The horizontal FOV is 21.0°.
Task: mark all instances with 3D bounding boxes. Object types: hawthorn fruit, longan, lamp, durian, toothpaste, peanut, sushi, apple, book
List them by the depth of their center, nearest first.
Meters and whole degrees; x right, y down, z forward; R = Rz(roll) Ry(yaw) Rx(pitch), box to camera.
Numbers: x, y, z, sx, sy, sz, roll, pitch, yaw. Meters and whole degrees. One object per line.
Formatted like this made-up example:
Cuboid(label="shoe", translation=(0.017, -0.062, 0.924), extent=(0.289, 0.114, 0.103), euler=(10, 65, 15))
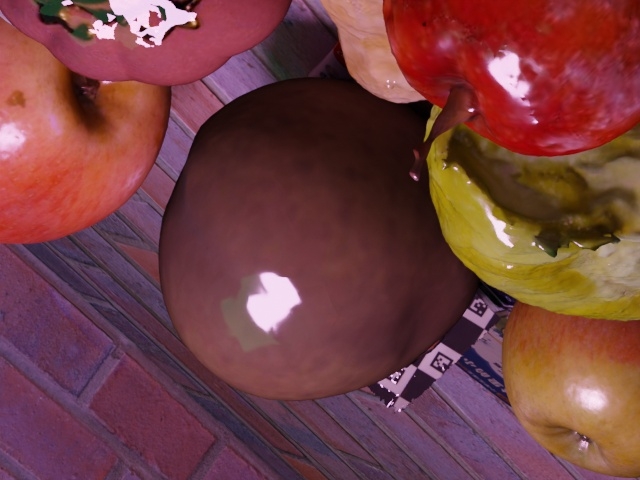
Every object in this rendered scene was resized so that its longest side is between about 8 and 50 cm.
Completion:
Cuboid(label="hawthorn fruit", translation=(0.142, -0.152, 1.241), extent=(0.242, 0.271, 0.242), euler=(30, 173, 4))
Cuboid(label="peanut", translation=(0.066, -0.211, 1.468), extent=(0.149, 0.149, 0.313), euler=(28, 165, 23))
Cuboid(label="lamp", translation=(-0.151, -0.287, 1.495), extent=(0.305, 0.239, 0.305), euler=(6, 117, 11))
Cuboid(label="durian", translation=(0.225, -0.034, 1.534), extent=(0.256, 0.204, 0.339), euler=(18, 157, 14))
Cuboid(label="longan", translation=(0.000, 0.000, 1.802), extent=(0.361, 0.361, 0.361), euler=(32, 163, 11))
Cuboid(label="toothpaste", translation=(0.011, -0.179, 1.853), extent=(0.048, 0.031, 0.190), euler=(38, 161, -9))
Cuboid(label="apple", translation=(0.309, 0.140, 1.859), extent=(0.261, 0.194, 0.261), euler=(30, 161, 12))
Cuboid(label="apple", translation=(-0.347, -0.174, 2.028), extent=(0.364, 0.364, 0.364), euler=(32, 163, 11))
Cuboid(label="sushi", translation=(0.056, 0.063, 2.068), extent=(0.279, 0.192, 0.043), euler=(47, -169, -3))
Cuboid(label="book", translation=(0.274, 0.177, 2.347), extent=(0.228, 0.018, 0.322), euler=(38, 163, -10))

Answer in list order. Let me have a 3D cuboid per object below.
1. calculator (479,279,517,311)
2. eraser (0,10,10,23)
Cuboid(label="calculator", translation=(0.190, 0.006, 2.014), extent=(0.274, 0.028, 0.166), euler=(44, 161, -28))
Cuboid(label="eraser", translation=(-0.269, -0.315, 1.696), extent=(0.092, 0.212, 0.046), euler=(37, 165, -2))
